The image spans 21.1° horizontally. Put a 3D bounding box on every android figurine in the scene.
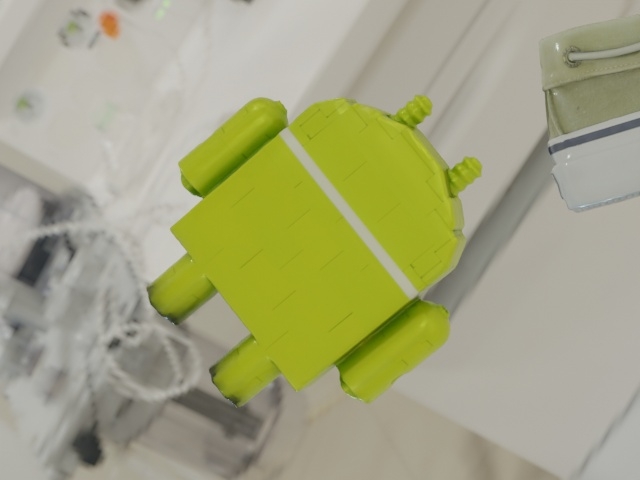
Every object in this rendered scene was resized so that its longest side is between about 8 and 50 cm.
[{"bbox_3d":[0.000,0.000,1.347,0.273,0.248,0.056,-42,-8,11],"label":"android figurine"}]

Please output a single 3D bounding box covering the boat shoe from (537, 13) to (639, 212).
[{"bbox_3d":[0.220,-0.092,0.766,0.302,0.109,0.094,-19,90,37],"label":"boat shoe"}]
